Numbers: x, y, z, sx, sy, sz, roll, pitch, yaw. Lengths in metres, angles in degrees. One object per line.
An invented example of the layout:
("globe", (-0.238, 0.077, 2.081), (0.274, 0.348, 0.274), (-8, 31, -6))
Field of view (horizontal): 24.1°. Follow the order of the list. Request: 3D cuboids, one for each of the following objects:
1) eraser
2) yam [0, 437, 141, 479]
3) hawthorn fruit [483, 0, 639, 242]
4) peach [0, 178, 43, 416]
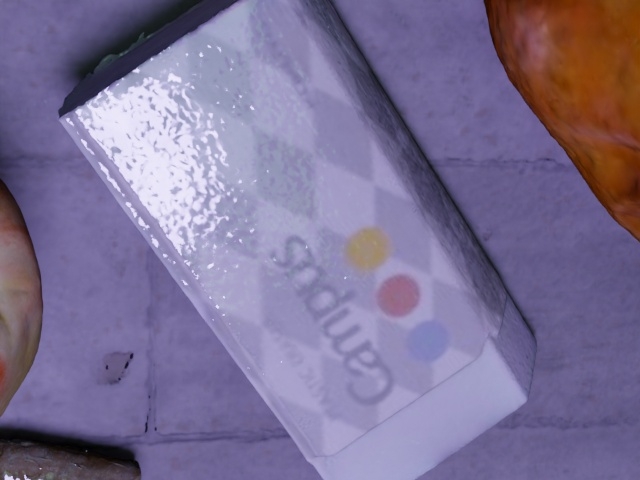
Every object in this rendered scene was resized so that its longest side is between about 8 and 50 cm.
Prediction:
("eraser", (0.000, 0.000, 1.129), (0.213, 0.082, 0.397), (-34, 112, -2))
("yam", (-0.261, 0.172, 1.126), (0.253, 0.061, 0.061), (12, 103, -19))
("hawthorn fruit", (0.343, -0.150, 0.991), (0.471, 0.472, 0.472), (-4, 107, -14))
("peach", (-0.301, 0.047, 1.003), (0.232, 0.256, 0.232), (15, 59, -26))
